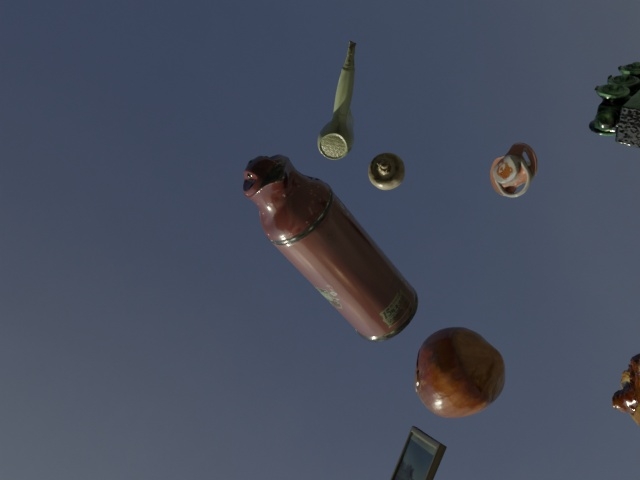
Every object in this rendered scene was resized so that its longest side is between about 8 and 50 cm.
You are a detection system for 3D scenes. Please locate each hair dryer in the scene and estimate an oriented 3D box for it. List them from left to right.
[{"bbox_3d":[0.052,-0.308,1.431,0.075,0.237,0.206,11,-151,4],"label":"hair dryer"}]

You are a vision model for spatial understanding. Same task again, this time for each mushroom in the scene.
[{"bbox_3d":[0.141,-0.155,1.469,0.079,0.085,0.085,37,-127,-64],"label":"mushroom"}]

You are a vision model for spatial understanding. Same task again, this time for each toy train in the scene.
[{"bbox_3d":[0.418,-0.175,0.868,0.170,0.111,0.071,-36,-44,-38],"label":"toy train"}]

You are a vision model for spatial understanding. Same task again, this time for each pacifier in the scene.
[{"bbox_3d":[0.328,-0.112,1.108,0.078,0.099,0.081,-5,-114,-35],"label":"pacifier"}]

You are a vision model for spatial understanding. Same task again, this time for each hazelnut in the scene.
[{"bbox_3d":[0.267,0.257,1.299,0.182,0.182,0.182,9,-106,-32],"label":"hazelnut"}]

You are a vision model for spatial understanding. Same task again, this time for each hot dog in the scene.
[{"bbox_3d":[0.572,0.236,1.111,0.103,0.213,0.146,7,-129,-31],"label":"hot dog"}]

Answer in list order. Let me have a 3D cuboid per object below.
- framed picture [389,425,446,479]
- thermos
[{"bbox_3d":[0.116,0.297,0.856,0.011,0.149,0.109,24,-99,-1],"label":"framed picture"},{"bbox_3d":[0.007,-0.003,0.949,0.330,0.110,0.136,48,-162,-32],"label":"thermos"}]
